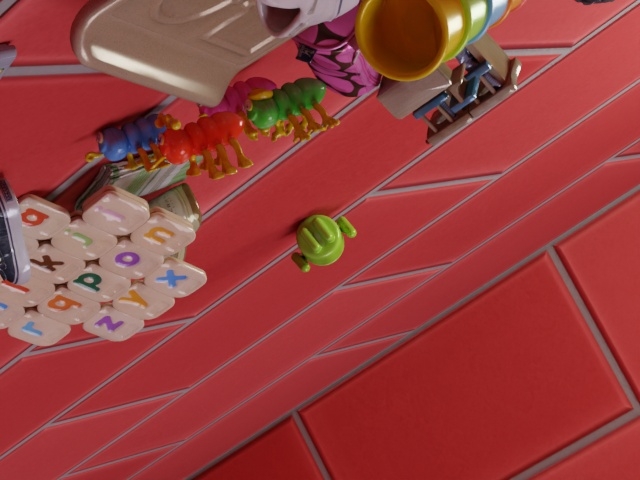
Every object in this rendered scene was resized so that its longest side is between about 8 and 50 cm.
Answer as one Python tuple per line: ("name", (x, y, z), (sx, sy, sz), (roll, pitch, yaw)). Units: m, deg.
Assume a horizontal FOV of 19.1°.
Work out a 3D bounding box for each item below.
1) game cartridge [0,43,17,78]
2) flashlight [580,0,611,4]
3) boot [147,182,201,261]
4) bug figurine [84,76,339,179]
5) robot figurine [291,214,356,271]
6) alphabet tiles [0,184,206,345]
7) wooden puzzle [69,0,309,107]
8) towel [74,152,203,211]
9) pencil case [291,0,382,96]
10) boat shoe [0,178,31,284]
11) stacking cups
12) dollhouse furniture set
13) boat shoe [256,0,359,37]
("game cartridge", (-0.308, -0.145, 1.685), (0.056, 0.017, 0.083), (-13, 162, -37))
("flashlight", (0.288, -0.290, 1.987), (0.103, 0.103, 0.304), (2, -178, 9))
("boot", (-0.244, 0.008, 2.313), (0.165, 0.077, 0.213), (-20, 167, -23))
("bug figurine", (-0.113, -0.119, 1.946), (0.216, 0.072, 0.279), (-21, -168, -23))
("robot figurine", (0.000, 0.000, 2.815), (0.101, 0.067, 0.115), (-39, 168, -2))
("alphabet tiles", (-0.283, 0.033, 2.203), (0.278, 0.021, 0.284), (25, 133, -40))
("wooden puzzle", (-0.033, -0.263, 1.665), (0.348, 0.080, 0.322), (-36, 166, 14))
("towel", (-0.203, -0.077, 2.189), (0.152, 0.023, 0.113), (-22, 169, -35))
("pencil case", (0.018, -0.204, 1.931), (0.095, 0.098, 0.209), (-58, 169, -1))
("boat shoe", (-0.363, -0.001, 2.037), (0.083, 0.065, 0.183), (-20, 152, -14))
("stacking cups", (0.135, -0.240, 1.874), (0.096, 0.096, 0.316), (-35, -178, 30))
("dollhouse furniture set", (0.122, -0.162, 2.079), (0.129, 0.129, 0.183), (-34, -159, 29))
("boat shoe", (-0.018, -0.217, 1.486), (0.084, 0.095, 0.258), (-35, 165, -6))
